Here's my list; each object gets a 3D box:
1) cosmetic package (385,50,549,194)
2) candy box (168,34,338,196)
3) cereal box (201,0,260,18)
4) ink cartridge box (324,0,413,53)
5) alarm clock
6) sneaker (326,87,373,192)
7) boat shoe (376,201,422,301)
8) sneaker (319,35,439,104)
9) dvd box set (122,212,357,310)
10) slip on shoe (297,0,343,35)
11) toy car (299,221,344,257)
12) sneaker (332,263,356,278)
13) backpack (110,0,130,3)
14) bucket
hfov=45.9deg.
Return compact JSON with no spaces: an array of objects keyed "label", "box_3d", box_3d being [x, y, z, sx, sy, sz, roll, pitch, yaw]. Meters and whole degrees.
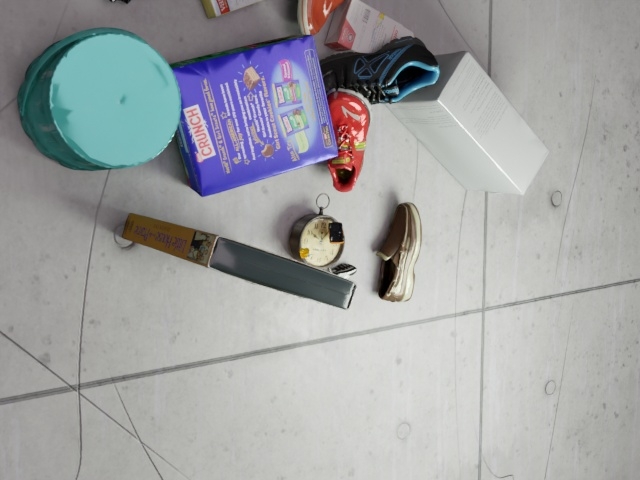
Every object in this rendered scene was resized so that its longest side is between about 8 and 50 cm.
[{"label":"cosmetic package","box_3d":[0.369,-0.285,1.899,0.385,0.217,0.156,39,76,-33]},{"label":"candy box","box_3d":[-0.150,-0.266,1.585,0.317,0.122,0.268,-19,108,-20]},{"label":"cereal box","box_3d":[-0.160,-0.591,1.603,0.240,0.047,0.173,-28,112,-27]},{"label":"ink cartridge box","box_3d":[0.119,-0.479,1.791,0.198,0.067,0.115,19,87,-33]},{"label":"alarm clock","box_3d":[-0.007,-0.017,1.777,0.129,0.064,0.192,7,95,-34]},{"label":"sneaker","box_3d":[0.060,-0.216,1.688,0.279,0.107,0.118,81,17,-51]},{"label":"boat shoe","box_3d":[0.190,0.032,1.899,0.095,0.095,0.257,-1,98,-27]},{"label":"sneaker","box_3d":[0.104,-0.361,1.709,0.341,0.140,0.125,-24,130,-4]},{"label":"dvd box set","box_3d":[-0.169,0.036,1.464,0.307,0.420,0.062,20,86,-35]},{"label":"slip on shoe","box_3d":[0.048,-0.593,1.689,0.331,0.101,0.123,-59,157,-14]},{"label":"toy car","box_3d":[0.000,0.000,1.739,0.122,0.060,0.040,-17,150,-14]},{"label":"sneaker","box_3d":[0.042,0.092,1.846,0.109,0.040,0.044,-23,125,-25]},{"label":"backpack","box_3d":[-0.330,-0.545,1.458,0.182,0.115,0.152,-17,103,-33]},{"label":"bucket","box_3d":[-0.404,-0.258,1.408,0.281,0.183,0.281,-5,100,-33]}]
